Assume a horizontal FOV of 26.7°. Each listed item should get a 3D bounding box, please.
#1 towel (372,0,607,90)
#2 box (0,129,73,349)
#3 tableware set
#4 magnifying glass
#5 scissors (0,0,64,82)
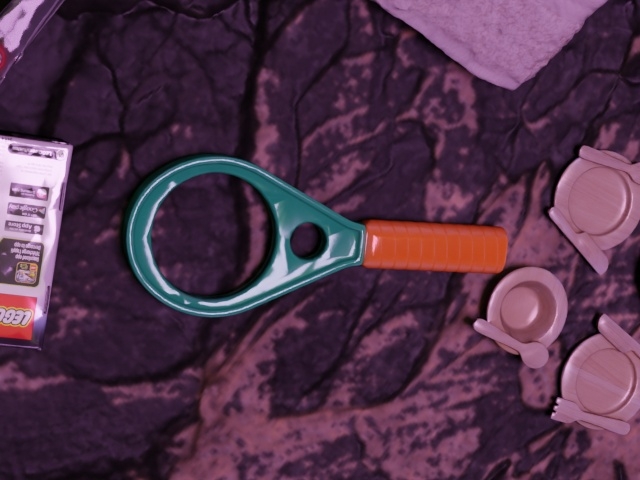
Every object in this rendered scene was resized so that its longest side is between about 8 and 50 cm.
[{"bbox_3d":[0.063,-0.211,0.699,0.282,0.049,0.187,33,130,-20],"label":"towel"},{"bbox_3d":[-0.240,-0.011,0.693,0.207,0.036,0.114,8,96,-19],"label":"box"},{"bbox_3d":[0.179,0.033,0.848,0.141,0.020,0.169,34,87,-20],"label":"tableware set"},{"bbox_3d":[0.000,0.000,0.783,0.231,0.026,0.092,3,97,-17],"label":"magnifying glass"},{"bbox_3d":[-0.173,-0.071,0.679,0.297,0.021,0.109,-37,105,-11],"label":"scissors"}]
